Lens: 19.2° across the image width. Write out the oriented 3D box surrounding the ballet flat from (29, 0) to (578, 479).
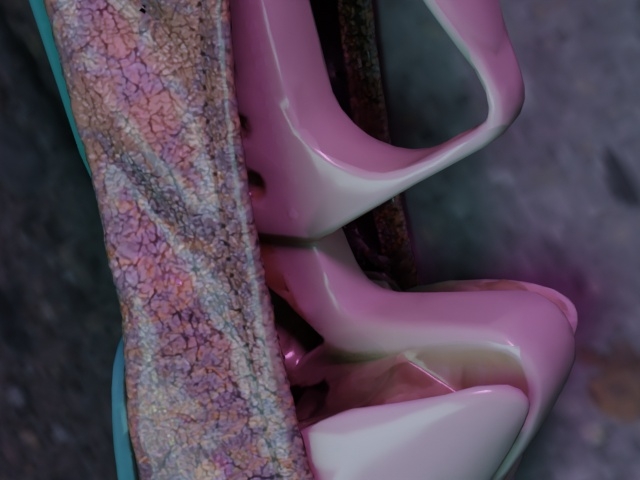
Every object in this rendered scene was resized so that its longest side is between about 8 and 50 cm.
[{"bbox_3d":[0.000,0.000,0.444,0.106,0.107,0.316,-6,109,24],"label":"ballet flat"}]
